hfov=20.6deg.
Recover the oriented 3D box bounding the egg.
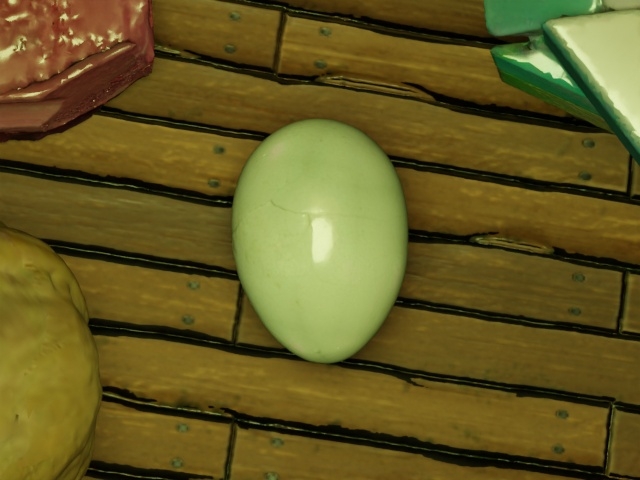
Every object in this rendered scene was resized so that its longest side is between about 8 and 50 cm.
[{"bbox_3d":[0.000,0.000,1.495,0.151,0.151,0.209,-2,81,-6],"label":"egg"}]

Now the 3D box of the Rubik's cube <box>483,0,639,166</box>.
[{"bbox_3d":[0.308,-0.220,1.473,0.368,0.387,0.358,-2,84,-25],"label":"Rubik's cube"}]

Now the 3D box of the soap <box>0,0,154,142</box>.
[{"bbox_3d":[-0.289,-0.181,1.520,0.289,0.112,0.182,-2,75,-5],"label":"soap"}]

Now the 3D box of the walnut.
[{"bbox_3d":[-0.326,0.116,1.368,0.344,0.306,0.306,-19,82,-34],"label":"walnut"}]
